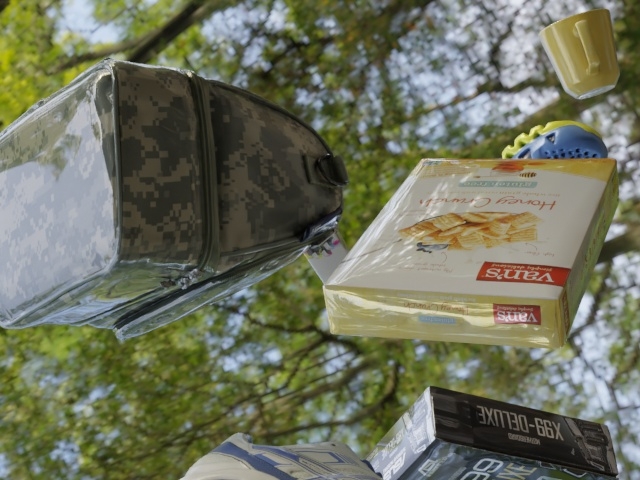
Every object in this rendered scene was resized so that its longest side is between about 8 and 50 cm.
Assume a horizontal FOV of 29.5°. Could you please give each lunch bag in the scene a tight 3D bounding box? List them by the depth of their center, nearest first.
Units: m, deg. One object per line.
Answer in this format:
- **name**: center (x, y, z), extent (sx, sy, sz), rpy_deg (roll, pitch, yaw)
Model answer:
- **lunch bag**: center (-0.154, -0.028, 1.177), extent (0.256, 0.305, 0.213), rpy_deg (3, -109, -39)

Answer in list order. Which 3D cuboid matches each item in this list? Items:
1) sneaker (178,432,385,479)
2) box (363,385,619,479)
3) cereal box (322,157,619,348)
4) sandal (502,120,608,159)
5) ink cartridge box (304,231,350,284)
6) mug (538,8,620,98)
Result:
- **sneaker**: center (0.028, 0.208, 0.944), extent (0.131, 0.296, 0.112), rpy_deg (-53, -32, -55)
- **box**: center (0.172, 0.305, 1.475), extent (0.242, 0.307, 0.076), rpy_deg (15, -133, -19)
- **cereal box**: center (0.124, 0.001, 0.930), extent (0.240, 0.173, 0.047), rpy_deg (-51, -43, -56)
- **sandal**: center (0.238, -0.003, 1.464), extent (0.126, 0.317, 0.138), rpy_deg (21, -149, -25)
- **ink cartridge box**: center (0.000, 0.000, 1.928), extent (0.181, 0.061, 0.104), rpy_deg (57, -175, -25)
- **mug**: center (0.220, -0.155, 1.027), extent (0.078, 0.062, 0.064), rpy_deg (-10, -98, -51)
